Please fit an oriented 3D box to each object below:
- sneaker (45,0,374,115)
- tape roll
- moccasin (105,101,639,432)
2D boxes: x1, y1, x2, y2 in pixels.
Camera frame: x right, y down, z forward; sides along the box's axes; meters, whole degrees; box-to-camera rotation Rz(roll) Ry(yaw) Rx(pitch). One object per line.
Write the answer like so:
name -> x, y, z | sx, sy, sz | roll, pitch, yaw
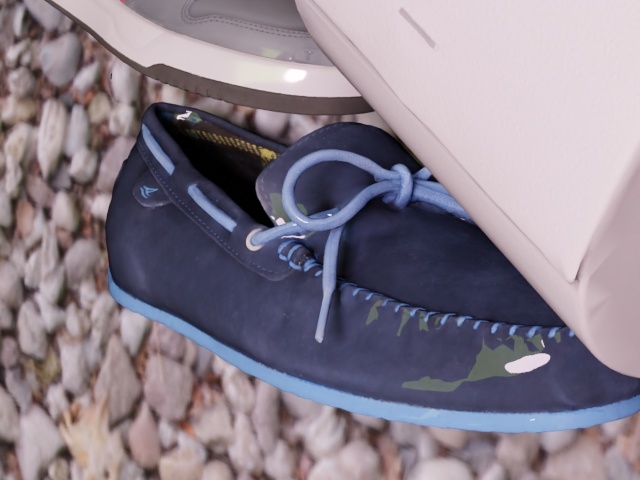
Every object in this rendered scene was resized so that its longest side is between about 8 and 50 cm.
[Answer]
sneaker -> -0.058, -0.188, 0.780 | 0.295, 0.124, 0.178 | 34, 121, 41
tape roll -> 0.132, -0.097, 0.503 | 0.169, 0.246, 0.246 | 52, 122, 32
moccasin -> 0.000, 0.000, 0.697 | 0.342, 0.138, 0.117 | 14, 105, 42
